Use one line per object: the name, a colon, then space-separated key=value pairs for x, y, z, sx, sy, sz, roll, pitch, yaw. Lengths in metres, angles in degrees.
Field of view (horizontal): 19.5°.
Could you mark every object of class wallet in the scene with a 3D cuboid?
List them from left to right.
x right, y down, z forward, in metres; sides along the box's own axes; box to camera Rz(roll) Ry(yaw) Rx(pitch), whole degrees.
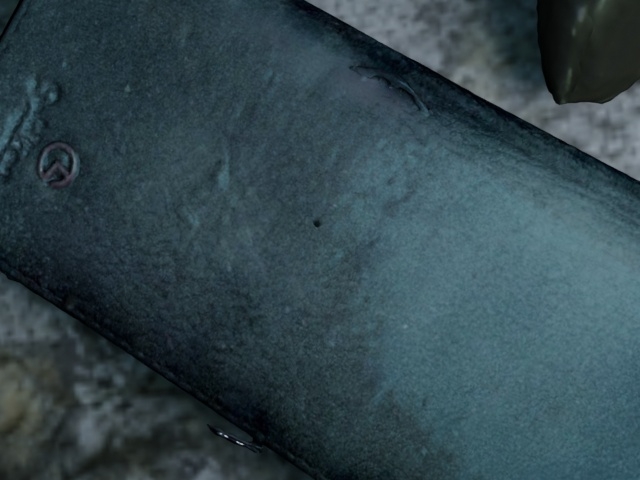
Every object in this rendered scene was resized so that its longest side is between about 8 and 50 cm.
wallet: x=0.000 y=0.000 z=0.821 sx=0.379 sy=0.046 sz=0.190 roll=31 pitch=93 yaw=19

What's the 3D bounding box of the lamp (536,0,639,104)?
lamp: x=0.151 y=-0.172 z=0.775 sx=0.101 sy=0.101 sz=0.250 roll=22 pitch=104 yaw=17
